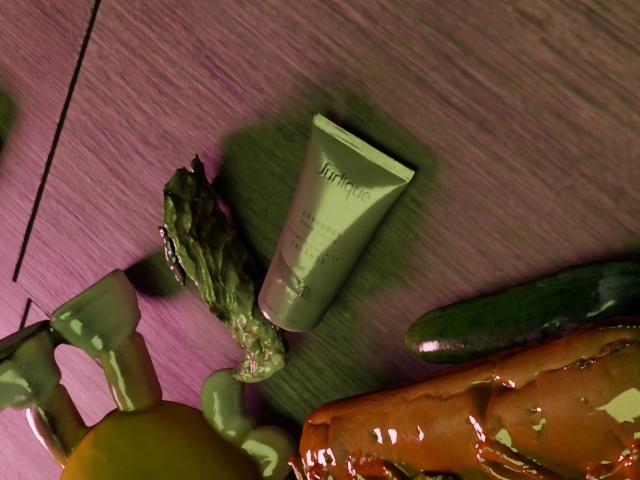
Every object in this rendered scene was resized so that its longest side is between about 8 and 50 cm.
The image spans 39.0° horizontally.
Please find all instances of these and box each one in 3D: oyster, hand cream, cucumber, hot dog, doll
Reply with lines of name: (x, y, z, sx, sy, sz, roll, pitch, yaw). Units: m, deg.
oyster: (-0.077, 0.018, 0.760, 0.061, 0.106, 0.200, -9, 130, 25)
hand cream: (0.000, 0.000, 0.704, 0.087, 0.054, 0.186, 32, 123, 13)
cucumber: (0.149, 0.052, 0.618, 0.250, 0.056, 0.056, -22, 100, 42)
hot dog: (0.127, 0.146, 0.611, 0.349, 0.158, 0.117, -25, 56, 42)
doll: (-0.183, 0.239, 0.854, 0.348, 0.161, 0.423, -5, 95, 12)
